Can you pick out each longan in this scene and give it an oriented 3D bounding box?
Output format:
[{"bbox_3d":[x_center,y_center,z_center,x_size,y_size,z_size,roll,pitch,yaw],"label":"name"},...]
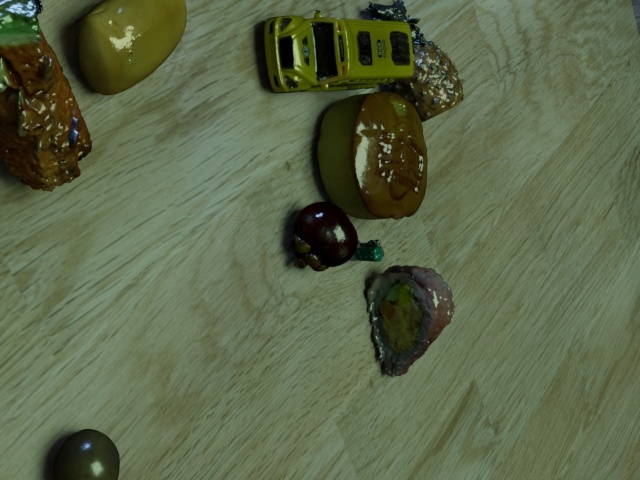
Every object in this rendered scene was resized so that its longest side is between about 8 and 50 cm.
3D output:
[{"bbox_3d":[-0.334,0.326,1.568,0.113,0.092,0.113,-15,90,-76],"label":"longan"}]

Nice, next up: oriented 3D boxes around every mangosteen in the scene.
[{"bbox_3d":[0.000,0.000,2.018,0.140,0.140,0.140,5,83,-53],"label":"mangosteen"}]

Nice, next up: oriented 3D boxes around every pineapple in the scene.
[{"bbox_3d":[0.183,-0.389,2.281,0.158,0.158,0.278,-44,109,-45],"label":"pineapple"}]

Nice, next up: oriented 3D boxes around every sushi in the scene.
[{"bbox_3d":[0.195,0.164,2.218,0.107,0.161,0.241,-19,101,-53],"label":"sushi"}]

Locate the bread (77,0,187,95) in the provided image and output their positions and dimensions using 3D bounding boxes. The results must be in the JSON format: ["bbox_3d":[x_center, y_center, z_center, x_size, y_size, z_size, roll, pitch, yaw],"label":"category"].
[{"bbox_3d":[-0.277,-0.314,1.658,0.217,0.098,0.147,-52,159,-37],"label":"bread"}]

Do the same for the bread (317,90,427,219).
[{"bbox_3d":[0.110,-0.164,2.140,0.270,0.148,0.269,6,83,-52],"label":"bread"}]

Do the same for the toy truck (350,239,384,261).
[{"bbox_3d":[0.089,0.024,2.157,0.044,0.083,0.039,-34,115,-41],"label":"toy truck"}]

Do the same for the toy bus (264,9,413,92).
[{"bbox_3d":[0.037,-0.358,2.057,0.331,0.151,0.145,-13,100,-53],"label":"toy bus"}]

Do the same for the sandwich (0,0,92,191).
[{"bbox_3d":[-0.415,-0.198,1.457,0.162,0.250,0.301,-18,118,-8],"label":"sandwich"}]
